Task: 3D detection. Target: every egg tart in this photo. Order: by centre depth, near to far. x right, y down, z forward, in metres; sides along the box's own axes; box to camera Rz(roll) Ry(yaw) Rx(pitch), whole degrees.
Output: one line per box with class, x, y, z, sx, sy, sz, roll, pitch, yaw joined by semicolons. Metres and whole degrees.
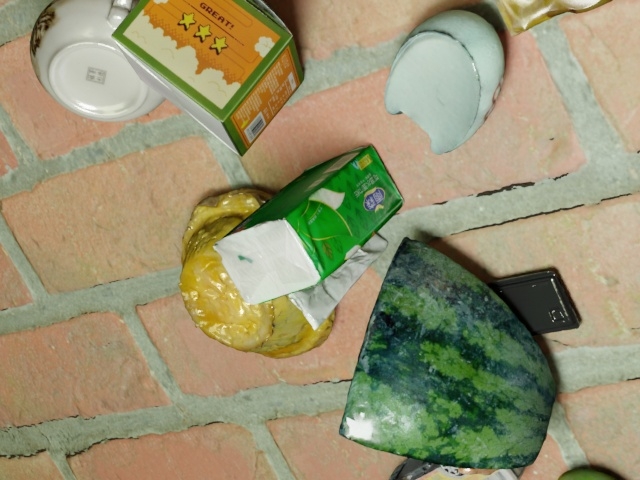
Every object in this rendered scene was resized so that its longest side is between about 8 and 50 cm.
egg tart;-0.101;0.060;1.991;0.288;0.118;0.288;17;124;27

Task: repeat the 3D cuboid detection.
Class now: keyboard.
keyboard;0.228;0.095;1.821;0.230;0.025;0.093;-13;109;42

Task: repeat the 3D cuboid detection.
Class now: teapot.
teapot;-0.286;-0.265;1.891;0.204;0.139;0.298;22;133;-12

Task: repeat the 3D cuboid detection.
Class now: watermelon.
watermelon;0.164;0.157;1.821;0.283;0.292;0.250;26;96;-13

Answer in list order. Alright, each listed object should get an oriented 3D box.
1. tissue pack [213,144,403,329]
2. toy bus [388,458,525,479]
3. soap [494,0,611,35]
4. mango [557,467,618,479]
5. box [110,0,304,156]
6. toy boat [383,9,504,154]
tissue pack;-0.001;0.001;1.800;0.148;0.209;0.156;-16;109;43
toy bus;0.185;0.333;1.977;0.106;0.092;0.268;43;136;-8
soap;0.249;-0.375;1.360;0.259;0.143;0.281;-21;106;19
mango;0.385;0.385;1.860;0.122;0.085;0.191;-34;95;42
box;-0.131;-0.228;1.722;0.177;0.148;0.195;38;176;9
toy boat;0.155;-0.194;1.657;0.134;0.079;0.207;45;147;14
